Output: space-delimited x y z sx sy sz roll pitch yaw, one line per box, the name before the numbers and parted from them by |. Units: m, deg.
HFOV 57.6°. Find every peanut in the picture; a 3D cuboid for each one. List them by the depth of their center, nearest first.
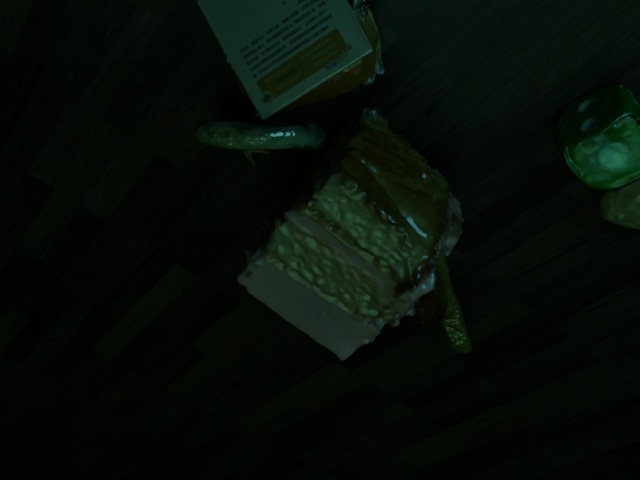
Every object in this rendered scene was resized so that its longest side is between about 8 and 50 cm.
peanut | 0.582 -0.077 1.040 0.159 0.109 0.140 -18 126 21

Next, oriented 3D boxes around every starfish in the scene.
starfish | -0.142 -0.182 1.131 0.092 0.016 0.086 8 131 -5

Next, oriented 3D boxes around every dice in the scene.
dice | 0.478 -0.170 0.969 0.128 0.120 0.131 37 129 -24

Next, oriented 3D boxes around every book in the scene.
book | -0.078 -0.359 0.866 0.208 0.020 0.295 -26 97 24

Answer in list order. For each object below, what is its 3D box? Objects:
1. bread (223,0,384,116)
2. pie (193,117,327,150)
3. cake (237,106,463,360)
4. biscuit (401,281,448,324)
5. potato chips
bread | -0.023 -0.297 0.948 0.241 0.107 0.136 -13 125 21
pie | -0.101 -0.182 0.997 0.241 0.240 0.054 3 103 7
cake | 0.061 -0.007 1.019 0.293 0.314 0.307 40 123 -6
biscuit | 0.180 0.109 1.276 0.212 0.036 0.212 28 146 20
potato chips | 0.267 0.099 1.275 0.057 0.080 0.407 -19 126 4
